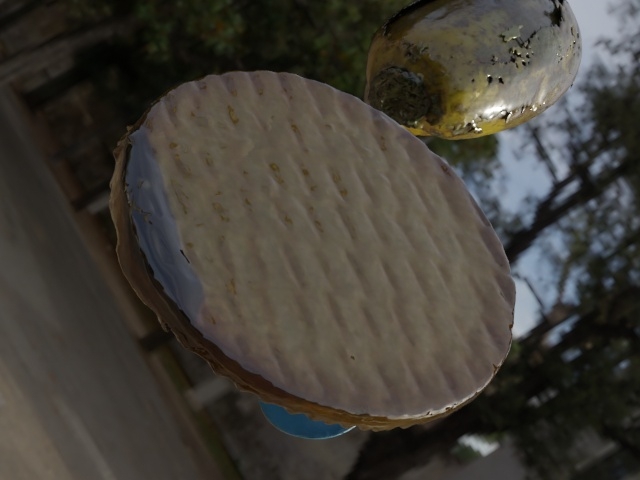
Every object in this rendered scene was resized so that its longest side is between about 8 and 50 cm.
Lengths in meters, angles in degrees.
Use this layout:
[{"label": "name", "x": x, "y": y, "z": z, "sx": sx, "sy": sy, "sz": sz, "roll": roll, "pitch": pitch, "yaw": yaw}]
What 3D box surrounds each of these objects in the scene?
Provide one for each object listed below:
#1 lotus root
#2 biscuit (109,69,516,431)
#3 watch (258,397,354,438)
[{"label": "lotus root", "x": 0.197, "y": -0.220, "z": 1.733, "sx": 0.196, "sy": 0.397, "sz": 0.179, "roll": 26, "pitch": -58, "yaw": 26}, {"label": "biscuit", "x": 0.000, "y": 0.000, "z": 1.011, "sx": 0.318, "sy": 0.318, "sz": 0.040, "roll": 56, "pitch": -44, "yaw": 22}, {"label": "watch", "x": 0.033, "y": 0.070, "z": 1.259, "sx": 0.211, "sy": 0.211, "sz": 0.193, "roll": 58, "pitch": -17, "yaw": 7}]
